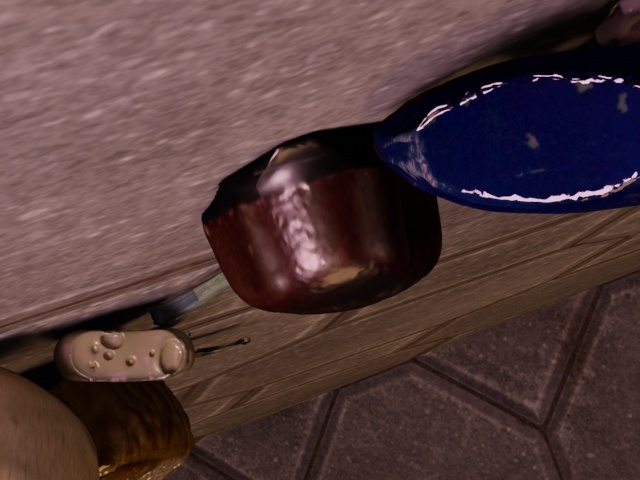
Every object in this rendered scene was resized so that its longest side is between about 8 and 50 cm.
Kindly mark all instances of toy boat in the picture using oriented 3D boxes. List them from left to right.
[{"bbox_3d":[0.178,-0.063,0.734,0.318,0.072,0.219,-12,-170,-40],"label":"toy boat"}]

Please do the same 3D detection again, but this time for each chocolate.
[{"bbox_3d":[0.000,0.000,0.790,0.125,0.080,0.149,-23,173,18],"label":"chocolate"}]

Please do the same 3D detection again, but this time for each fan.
[{"bbox_3d":[-0.061,0.022,1.025,0.038,0.016,0.193,-9,166,-42],"label":"fan"}]

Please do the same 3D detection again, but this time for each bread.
[{"bbox_3d":[-0.212,0.187,1.296,0.181,0.096,0.222,-34,168,10],"label":"bread"}]

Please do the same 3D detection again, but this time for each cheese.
[{"bbox_3d":[-0.149,0.085,1.121,0.097,0.037,0.192,0,174,-13],"label":"cheese"}]

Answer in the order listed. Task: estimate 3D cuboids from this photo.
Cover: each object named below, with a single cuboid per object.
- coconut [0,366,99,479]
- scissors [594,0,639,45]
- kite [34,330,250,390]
[{"bbox_3d":[-0.249,0.176,1.008,0.224,0.224,0.224,-20,172,-3],"label":"coconut"},{"bbox_3d":[0.212,-0.130,0.675,0.189,0.015,0.100,-26,171,28],"label":"scissors"},{"bbox_3d":[-0.203,0.121,1.346,0.314,0.011,0.335,-12,171,-34],"label":"kite"}]
